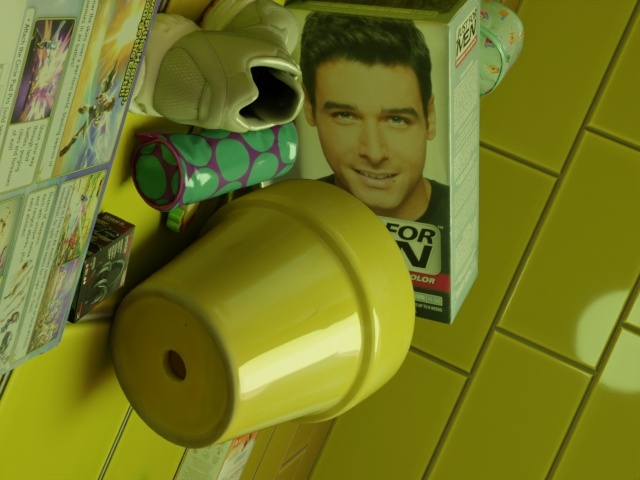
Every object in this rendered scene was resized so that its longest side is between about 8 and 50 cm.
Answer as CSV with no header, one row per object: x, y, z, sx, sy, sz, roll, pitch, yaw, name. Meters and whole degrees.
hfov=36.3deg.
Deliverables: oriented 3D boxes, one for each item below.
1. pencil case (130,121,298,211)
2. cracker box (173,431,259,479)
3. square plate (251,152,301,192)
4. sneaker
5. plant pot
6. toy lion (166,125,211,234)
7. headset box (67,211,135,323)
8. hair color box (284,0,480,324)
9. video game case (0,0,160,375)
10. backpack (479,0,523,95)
-0.090,-0.075,0.852,0.152,0.064,0.070,-24,105,-47,pencil case
-0.175,0.374,1.495,0.232,0.067,0.156,-66,168,7,cracker box
0.000,0.000,1.279,0.347,0.049,0.344,-35,126,-58,square plate
-0.058,-0.138,0.818,0.262,0.121,0.099,-46,158,-60,sneaker
-0.071,0.086,0.986,0.239,0.254,0.254,-24,140,-49,plant pot
-0.121,-0.056,0.944,0.096,0.034,0.100,97,19,-77,toy lion
-0.184,0.019,0.792,0.083,0.032,0.062,-44,156,-58,headset box
0.078,-0.098,1.114,0.113,0.185,0.374,-51,144,-48,hair color box
-0.201,-0.028,0.539,0.269,0.061,0.244,-69,167,19,video game case
0.224,-0.321,1.576,0.144,0.188,0.166,-59,168,-30,backpack
